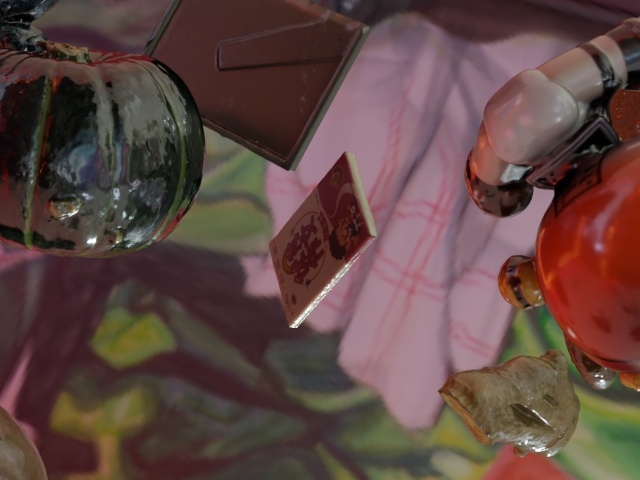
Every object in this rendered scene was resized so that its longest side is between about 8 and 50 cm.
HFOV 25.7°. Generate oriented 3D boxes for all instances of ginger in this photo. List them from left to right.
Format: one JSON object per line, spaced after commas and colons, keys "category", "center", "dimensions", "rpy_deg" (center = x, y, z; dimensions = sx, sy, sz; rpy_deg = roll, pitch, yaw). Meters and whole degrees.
{"category": "ginger", "center": [0.305, 0.259, 2.213], "dimensions": [0.126, 0.190, 0.354], "rpy_deg": [35, -162, 37]}

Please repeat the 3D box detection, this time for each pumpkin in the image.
{"category": "pumpkin", "center": [-0.291, -0.105, 1.624], "dimensions": [0.323, 0.241, 0.323], "rpy_deg": [6, -166, -2]}

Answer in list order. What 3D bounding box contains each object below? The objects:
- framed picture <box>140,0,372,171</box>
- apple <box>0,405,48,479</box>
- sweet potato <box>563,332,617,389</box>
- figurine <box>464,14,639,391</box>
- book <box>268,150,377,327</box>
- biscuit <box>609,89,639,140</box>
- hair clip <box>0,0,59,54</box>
{"category": "framed picture", "center": [-0.097, -0.230, 1.763], "dimensions": [0.281, 0.209, 0.019], "rpy_deg": [30, 179, 26]}
{"category": "apple", "center": [-0.483, 0.348, 1.743], "dimensions": [0.344, 0.345, 0.269], "rpy_deg": [29, 165, -29]}
{"category": "sweet potato", "center": [0.327, 0.064, 1.639], "dimensions": [0.097, 0.097, 0.292], "rpy_deg": [23, 144, 24]}
{"category": "figurine", "center": [0.282, -0.017, 1.288], "dimensions": [0.196, 0.320, 0.323], "rpy_deg": [-8, -120, -54]}
{"category": "book", "center": [0.000, 0.000, 2.076], "dimensions": [0.022, 0.232, 0.162], "rpy_deg": [13, -134, -32]}
{"category": "biscuit", "center": [0.408, -0.139, 1.639], "dimensions": [0.041, 0.239, 0.212], "rpy_deg": [10, 149, -25]}
{"category": "hair clip", "center": [-0.485, -0.272, 1.847], "dimensions": [0.310, 0.206, 0.194], "rpy_deg": [-17, -164, -12]}
